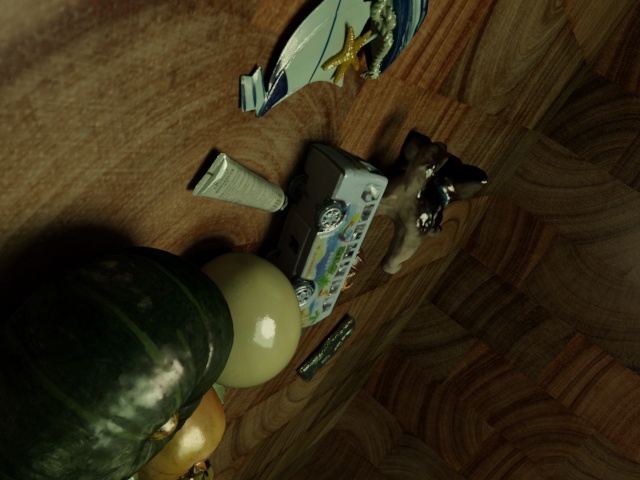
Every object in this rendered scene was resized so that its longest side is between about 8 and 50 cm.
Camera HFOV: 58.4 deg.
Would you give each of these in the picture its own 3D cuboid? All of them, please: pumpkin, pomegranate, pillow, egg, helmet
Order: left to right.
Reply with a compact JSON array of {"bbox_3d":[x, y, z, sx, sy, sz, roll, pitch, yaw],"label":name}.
[{"bbox_3d":[-0.237,0.141,0.625,0.300,0.207,0.300,-52,176,-6],"label":"pumpkin"},{"bbox_3d":[-0.244,0.285,0.894,0.191,0.191,0.191,-44,160,-21],"label":"pomegranate"},{"bbox_3d":[-0.122,0.120,0.868,0.186,0.186,0.241,-40,147,-30],"label":"egg"},{"bbox_3d":[0.028,0.352,1.858,0.255,0.034,0.189,-47,161,-11],"label":"pillow"},{"bbox_3d":[0.080,0.048,1.392,0.089,0.057,0.111,-54,161,0],"label":"helmet"}]

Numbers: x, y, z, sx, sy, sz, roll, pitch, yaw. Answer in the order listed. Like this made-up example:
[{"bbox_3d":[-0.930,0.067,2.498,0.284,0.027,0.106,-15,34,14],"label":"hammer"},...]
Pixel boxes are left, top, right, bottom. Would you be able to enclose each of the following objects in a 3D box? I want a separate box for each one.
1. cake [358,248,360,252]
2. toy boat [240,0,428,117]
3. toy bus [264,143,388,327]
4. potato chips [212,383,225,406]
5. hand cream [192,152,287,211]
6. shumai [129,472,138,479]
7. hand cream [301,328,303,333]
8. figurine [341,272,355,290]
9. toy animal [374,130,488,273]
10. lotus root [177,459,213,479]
[{"bbox_3d":[-0.011,0.047,1.109,0.185,0.116,0.079,-44,158,-34],"label":"cake"},{"bbox_3d":[0.010,-0.252,0.728,0.291,0.067,0.220,-34,156,-15],"label":"toy boat"},{"bbox_3d":[0.000,0.000,0.974,0.136,0.109,0.329,-4,128,-38],"label":"toy bus"},{"bbox_3d":[-0.224,0.326,1.211,0.167,0.059,0.228,-20,149,-47],"label":"potato chips"},{"bbox_3d":[-0.103,-0.073,0.792,0.067,0.042,0.194,-47,157,11],"label":"hand cream"},{"bbox_3d":[-0.339,0.316,0.746,0.142,0.184,0.184,-3,129,-57],"label":"shumai"},{"bbox_3d":[-0.035,0.146,1.347,0.083,0.048,0.224,-10,129,-63],"label":"hand cream"},{"bbox_3d":[0.061,0.101,1.468,0.064,0.047,0.109,-34,175,24],"label":"figurine"},{"bbox_3d":[0.216,-0.109,1.214,0.344,0.194,0.302,-36,162,-51],"label":"toy animal"},{"bbox_3d":[-0.317,0.523,1.238,0.214,0.138,0.138,-51,163,25],"label":"lotus root"}]
